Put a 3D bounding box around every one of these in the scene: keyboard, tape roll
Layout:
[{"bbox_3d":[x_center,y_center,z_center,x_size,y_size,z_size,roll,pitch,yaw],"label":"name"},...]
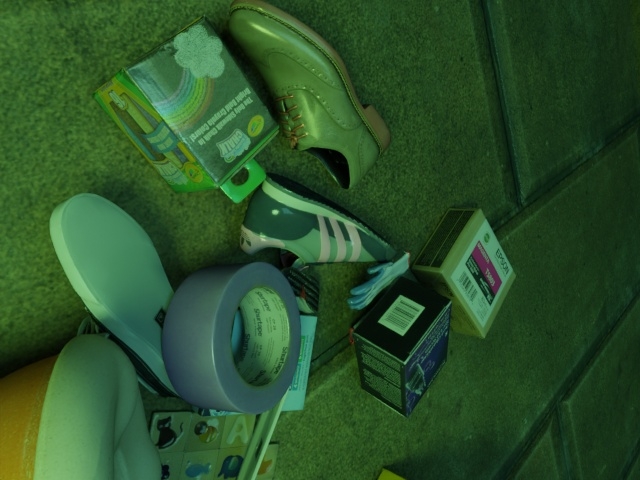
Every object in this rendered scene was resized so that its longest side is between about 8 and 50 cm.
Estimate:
[{"bbox_3d":[-0.090,0.302,0.678,0.014,0.072,0.255,20,92,-17],"label":"keyboard"},{"bbox_3d":[-0.106,0.123,0.598,0.189,0.080,0.188,15,73,-61],"label":"tape roll"}]

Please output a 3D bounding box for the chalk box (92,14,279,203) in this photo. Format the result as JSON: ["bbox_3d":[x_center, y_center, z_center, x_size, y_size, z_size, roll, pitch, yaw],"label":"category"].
[{"bbox_3d":[-0.158,-0.148,0.605,0.132,0.132,0.213,-50,121,-27],"label":"chalk box"}]

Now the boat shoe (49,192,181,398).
[{"bbox_3d":[-0.238,0.085,0.568,0.113,0.105,0.306,-73,144,-47],"label":"boat shoe"}]

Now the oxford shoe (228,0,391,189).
[{"bbox_3d":[-0.019,-0.213,0.721,0.348,0.123,0.130,38,74,-33],"label":"oxford shoe"}]

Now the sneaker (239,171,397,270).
[{"bbox_3d":[0.000,0.000,0.776,0.319,0.112,0.131,24,103,-40],"label":"sneaker"}]

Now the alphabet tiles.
[{"bbox_3d":[-0.200,0.423,0.677,0.285,0.011,0.342,15,83,-38],"label":"alphabet tiles"}]

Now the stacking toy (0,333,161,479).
[{"bbox_3d":[-0.387,0.290,0.375,0.481,0.351,0.350,-8,98,-16],"label":"stacking toy"}]

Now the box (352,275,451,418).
[{"bbox_3d":[0.152,0.197,0.841,0.153,0.108,0.207,-45,143,-28],"label":"box"}]

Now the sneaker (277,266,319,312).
[{"bbox_3d":[-0.056,0.080,0.750,0.161,0.076,0.057,43,49,-61],"label":"sneaker"}]

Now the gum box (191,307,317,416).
[{"bbox_3d":[-0.098,0.188,0.727,0.185,0.041,0.156,12,84,-39],"label":"gum box"}]

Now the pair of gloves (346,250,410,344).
[{"bbox_3d":[0.112,0.106,0.851,0.159,0.023,0.198,-33,142,-27],"label":"pair of gloves"}]

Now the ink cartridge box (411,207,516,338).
[{"bbox_3d":[0.330,0.072,1.038,0.193,0.088,0.234,-52,121,-23],"label":"ink cartridge box"}]

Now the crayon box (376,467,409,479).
[{"bbox_3d":[0.291,0.632,0.889,0.106,0.313,0.362,-50,120,-29],"label":"crayon box"}]
